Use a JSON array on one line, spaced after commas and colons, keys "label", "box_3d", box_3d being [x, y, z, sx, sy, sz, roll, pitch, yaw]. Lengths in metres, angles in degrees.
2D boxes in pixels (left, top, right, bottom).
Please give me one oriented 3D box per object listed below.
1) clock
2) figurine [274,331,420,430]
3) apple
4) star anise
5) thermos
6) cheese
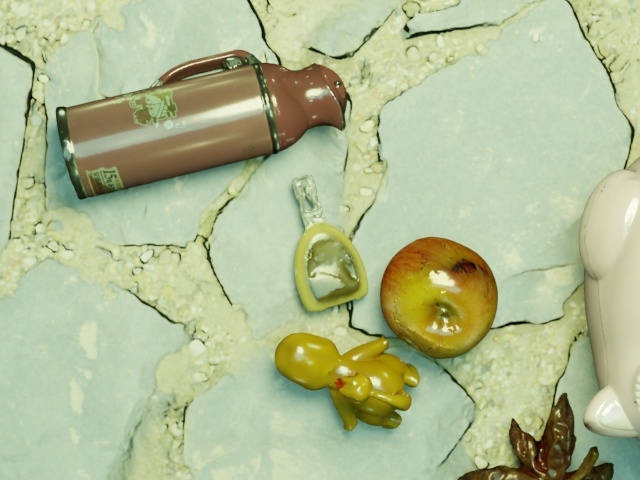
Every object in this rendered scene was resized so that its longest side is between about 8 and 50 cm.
[{"label": "clock", "box_3d": [0.458, 0.073, 1.236, 0.368, 0.250, 0.377, 19, 81, -6]}, {"label": "figurine", "box_3d": [0.030, 0.162, 1.255, 0.176, 0.122, 0.121, 22, 90, -6]}, {"label": "apple", "box_3d": [0.141, 0.066, 1.264, 0.146, 0.146, 0.146, 0, 89, -6]}, {"label": "star anise", "box_3d": [0.271, 0.308, 1.292, 0.196, 0.111, 0.212, -16, 98, 1]}, {"label": "thermos", "box_3d": [-0.133, -0.144, 1.259, 0.330, 0.136, 0.110, -14, 118, -6]}, {"label": "cheese", "box_3d": [0.000, 0.000, 1.296, 0.086, 0.036, 0.163, -16, 91, -7]}]
